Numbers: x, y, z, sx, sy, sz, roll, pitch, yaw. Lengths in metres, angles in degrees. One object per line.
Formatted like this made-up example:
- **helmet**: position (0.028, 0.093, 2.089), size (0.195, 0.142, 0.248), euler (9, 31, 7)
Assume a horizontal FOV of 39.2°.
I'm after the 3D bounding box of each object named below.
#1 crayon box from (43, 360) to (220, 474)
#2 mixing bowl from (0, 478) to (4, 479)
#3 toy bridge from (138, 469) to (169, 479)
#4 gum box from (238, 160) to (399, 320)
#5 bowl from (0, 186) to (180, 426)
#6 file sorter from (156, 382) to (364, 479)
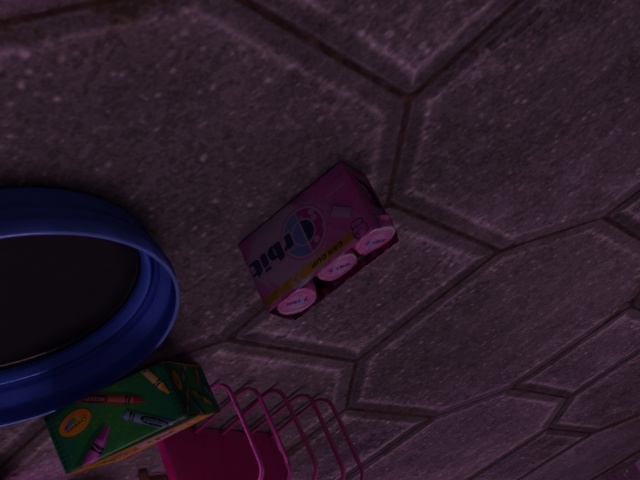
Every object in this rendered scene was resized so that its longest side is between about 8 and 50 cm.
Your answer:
- **crayon box**: position (-0.245, 0.237, 1.226), size (0.165, 0.081, 0.278), euler (-25, 171, -2)
- **mixing bowl**: position (-0.528, 0.420, 1.360), size (0.181, 0.098, 0.181), euler (-23, 149, -15)
- **toy bridge**: position (-0.246, 0.419, 1.647), size (0.188, 0.026, 0.063), euler (-13, 148, -21)
- **gum box**: position (0.000, 0.000, 1.109), size (0.188, 0.107, 0.062), euler (-39, 147, 20)
- **bowl**: position (-0.355, 0.086, 1.006), size (0.391, 0.077, 0.391), euler (-18, 148, -12)
- **file sorter**: position (-0.091, 0.368, 1.513), size (0.182, 0.202, 0.290), euler (-42, 146, 22)
